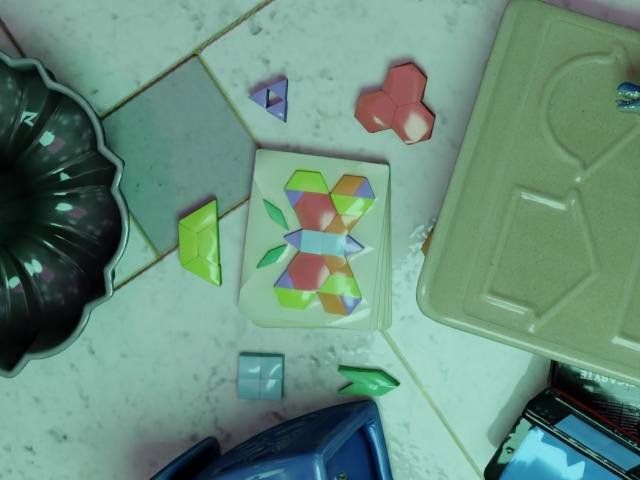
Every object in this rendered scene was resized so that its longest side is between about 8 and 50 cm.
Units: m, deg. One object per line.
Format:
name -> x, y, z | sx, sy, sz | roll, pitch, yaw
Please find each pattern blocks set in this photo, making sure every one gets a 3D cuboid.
pattern blocks set -> 0.000, 0.000, 1.773 | 0.285, 0.026, 0.325 | -8, 97, 8

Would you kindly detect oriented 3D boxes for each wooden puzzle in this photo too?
wooden puzzle -> 0.292, -0.029, 1.680 | 0.347, 0.080, 0.322 | 18, 81, -1

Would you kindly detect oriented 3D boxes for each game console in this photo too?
game console -> 0.241, 0.215, 1.670 | 0.144, 0.124, 0.085 | 31, 73, 2

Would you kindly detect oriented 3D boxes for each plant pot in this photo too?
plant pot -> -0.047, 0.298, 1.718 | 0.212, 0.236, 0.236 | -10, 95, 14

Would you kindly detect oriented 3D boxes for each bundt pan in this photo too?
bundt pan -> -0.336, -0.033, 1.757 | 0.330, 0.124, 0.331 | 1, 97, 6

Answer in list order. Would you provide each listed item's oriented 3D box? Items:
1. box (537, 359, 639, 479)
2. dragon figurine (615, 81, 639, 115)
box -> 0.366, 0.241, 1.737 | 0.322, 0.079, 0.257 | 8, 99, 6
dragon figurine -> 0.383, -0.046, 1.603 | 0.289, 0.085, 0.144 | 28, 81, 2
